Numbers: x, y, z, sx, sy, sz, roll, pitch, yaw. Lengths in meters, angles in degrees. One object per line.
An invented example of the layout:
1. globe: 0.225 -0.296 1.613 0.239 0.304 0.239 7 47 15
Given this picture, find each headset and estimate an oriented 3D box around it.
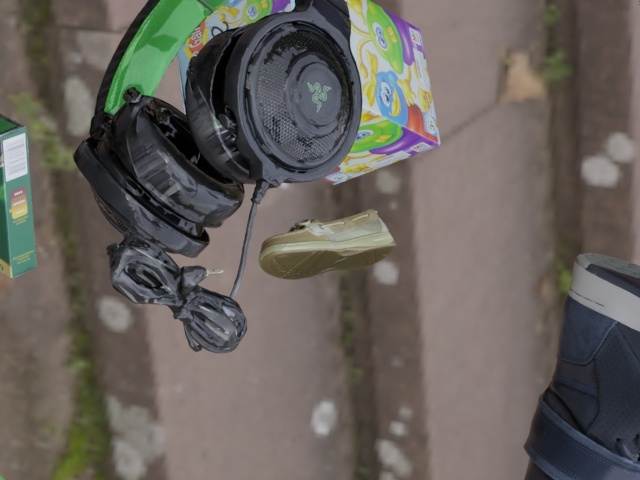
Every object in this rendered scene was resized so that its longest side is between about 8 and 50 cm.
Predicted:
1. headset: -0.097 -0.088 1.391 0.185 0.243 0.394 33 38 -38

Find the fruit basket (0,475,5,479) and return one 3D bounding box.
1. fruit basket: -0.594 0.364 2.205 0.392 0.392 0.283 64 7 -46

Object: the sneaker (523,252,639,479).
1. sneaker: 0.197 0.118 0.979 0.086 0.226 0.163 11 101 -33

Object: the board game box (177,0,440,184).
1. board game box: -0.011 -0.172 1.873 0.275 0.142 0.144 18 58 -56

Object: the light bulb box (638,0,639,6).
1. light bulb box: 0.449 -0.390 1.621 0.358 0.225 0.361 -15 107 -59

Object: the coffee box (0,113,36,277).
1. coffee box: -0.372 -0.059 2.039 0.040 0.113 0.184 -27 132 -39

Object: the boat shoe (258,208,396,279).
1. boat shoe: 0.002 -0.001 1.615 0.153 0.056 0.048 -8 65 -40
